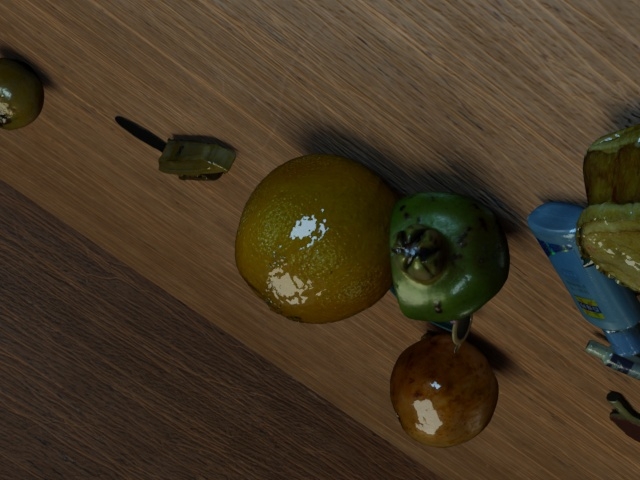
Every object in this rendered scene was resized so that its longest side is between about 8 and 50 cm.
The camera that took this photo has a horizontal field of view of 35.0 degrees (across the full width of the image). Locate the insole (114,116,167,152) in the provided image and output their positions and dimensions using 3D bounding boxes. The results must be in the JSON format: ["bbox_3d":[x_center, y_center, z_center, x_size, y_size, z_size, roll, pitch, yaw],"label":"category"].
[{"bbox_3d":[-0.322,-0.190,2.076,0.232,0.003,0.080,32,164,-2],"label":"insole"}]

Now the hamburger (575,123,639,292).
[{"bbox_3d":[0.381,-0.036,1.060,0.211,0.132,0.309,40,161,-23],"label":"hamburger"}]

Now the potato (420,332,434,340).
[{"bbox_3d":[0.242,0.233,2.214,0.046,0.045,0.092,-16,146,17],"label":"potato"}]

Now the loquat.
[{"bbox_3d":[-0.644,-0.302,2.088,0.137,0.163,0.163,-26,127,34],"label":"loquat"}]

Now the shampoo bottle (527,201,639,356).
[{"bbox_3d":[0.377,0.059,1.387,0.258,0.061,0.104,53,163,-28],"label":"shampoo bottle"}]

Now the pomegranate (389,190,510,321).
[{"bbox_3d":[0.184,0.008,1.463,0.159,0.190,0.241,-7,144,22],"label":"pomegranate"}]

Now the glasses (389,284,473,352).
[{"bbox_3d":[0.193,0.089,1.912,0.220,0.088,0.189,43,176,44],"label":"glasses"}]

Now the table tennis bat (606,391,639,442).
[{"bbox_3d":[0.609,0.354,1.961,0.131,0.022,0.234,13,156,48],"label":"table tennis bat"}]

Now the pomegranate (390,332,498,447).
[{"bbox_3d":[0.258,0.309,2.101,0.248,0.248,0.248,29,163,10],"label":"pomegranate"}]

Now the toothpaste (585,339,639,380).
[{"bbox_3d":[0.540,0.218,1.671,0.216,0.037,0.062,25,161,6],"label":"toothpaste"}]

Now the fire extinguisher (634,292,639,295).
[{"bbox_3d":[0.450,0.054,1.368,0.049,0.035,0.173,34,166,3],"label":"fire extinguisher"}]

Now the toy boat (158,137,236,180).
[{"bbox_3d":[-0.233,-0.151,1.936,0.226,0.068,0.088,6,155,49],"label":"toy boat"}]

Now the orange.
[{"bbox_3d":[0.000,0.000,1.586,0.274,0.274,0.274,29,163,10],"label":"orange"}]
